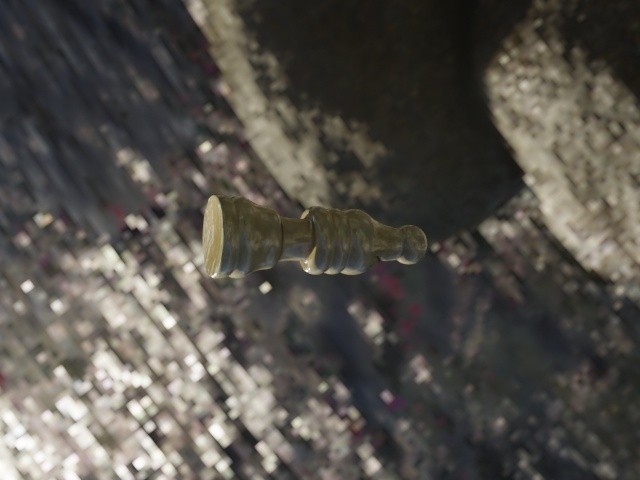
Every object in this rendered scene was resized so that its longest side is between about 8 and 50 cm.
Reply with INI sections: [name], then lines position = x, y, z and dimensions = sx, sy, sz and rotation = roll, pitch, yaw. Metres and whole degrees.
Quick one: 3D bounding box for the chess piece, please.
[chess piece]
position = 0.000, 0.000, 0.813
dimensions = 0.035, 0.092, 0.035
rotation = -178, 90, -73
